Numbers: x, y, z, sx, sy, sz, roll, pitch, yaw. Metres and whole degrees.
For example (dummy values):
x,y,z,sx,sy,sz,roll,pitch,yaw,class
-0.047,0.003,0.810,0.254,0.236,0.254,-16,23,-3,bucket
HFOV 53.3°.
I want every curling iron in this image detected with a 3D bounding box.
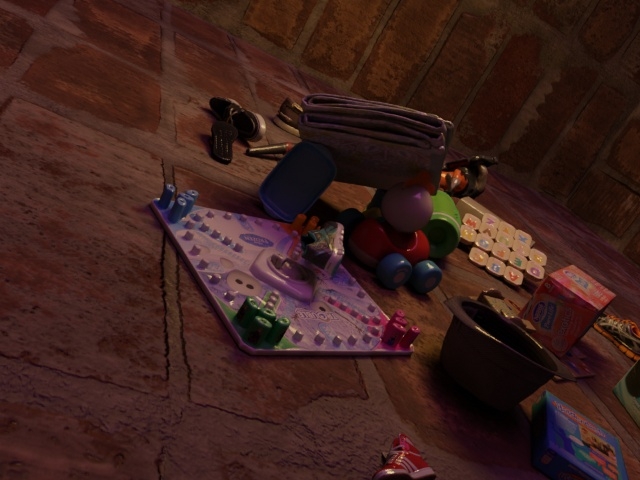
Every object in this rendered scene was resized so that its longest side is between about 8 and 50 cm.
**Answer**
x,y,z,sx,sy,sz,roll,pitch,yaw,class
-0.098,-0.238,1.728,0.035,0.068,0.274,42,28,24,curling iron

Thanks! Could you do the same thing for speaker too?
x,y,z,sx,sy,sz,roll,pitch,yaw,class
0.320,-0.052,1.774,0.131,0.131,0.296,30,20,-3,speaker

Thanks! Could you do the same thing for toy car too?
x,y,z,sx,sy,sz,roll,pitch,yaw,class
0.191,-0.044,1.413,0.210,0.238,0.219,12,28,-41,toy car

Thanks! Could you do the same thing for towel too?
x,y,z,sx,sy,sz,roll,pitch,yaw,class
0.125,-0.205,1.442,0.320,0.090,0.374,12,-12,9,towel

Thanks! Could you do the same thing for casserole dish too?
x,y,z,sx,sy,sz,roll,pitch,yaw,class
-0.049,-0.125,1.371,0.114,0.188,0.037,41,-1,-1,casserole dish

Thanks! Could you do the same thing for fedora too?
x,y,z,sx,sy,sz,roll,pitch,yaw,class
0.307,0.213,1.141,0.243,0.124,0.275,25,13,-22,fedora

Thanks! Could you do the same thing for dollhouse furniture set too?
x,y,z,sx,sy,sz,roll,pitch,yaw,class
0.421,0.202,1.333,0.160,0.101,0.182,15,25,-21,dollhouse furniture set

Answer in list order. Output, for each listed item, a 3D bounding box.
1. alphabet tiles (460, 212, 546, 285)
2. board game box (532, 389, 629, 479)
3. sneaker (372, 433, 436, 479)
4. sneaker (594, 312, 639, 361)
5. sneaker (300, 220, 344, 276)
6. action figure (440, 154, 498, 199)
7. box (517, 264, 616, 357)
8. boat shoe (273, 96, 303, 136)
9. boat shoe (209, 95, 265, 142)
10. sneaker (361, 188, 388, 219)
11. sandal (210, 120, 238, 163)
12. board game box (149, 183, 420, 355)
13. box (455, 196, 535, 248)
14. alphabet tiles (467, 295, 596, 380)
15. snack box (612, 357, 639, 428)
x,y,z,sx,sy,sz,roll,pitch,yaw,class
0.551,0.019,1.935,0.284,0.021,0.278,29,40,6,alphabet tiles
0.444,0.363,1.098,0.160,0.047,0.210,34,21,9,board game box
0.092,0.280,0.805,0.118,0.042,0.067,20,26,-47,sneaker
0.893,0.265,1.900,0.084,0.083,0.215,7,30,-45,sneaker
0.000,0.000,1.157,0.076,0.065,0.166,23,20,-10,sneaker
0.436,-0.192,2.231,0.330,0.179,0.341,-3,-4,-42,action figure
0.625,0.169,1.615,0.142,0.154,0.300,40,23,24,box
0.006,-0.369,2.106,0.324,0.097,0.117,21,22,-25,boat shoe
-0.231,-0.330,1.730,0.070,0.078,0.219,9,21,-46,boat shoe
0.180,-0.104,1.693,0.091,0.126,0.240,32,21,3,sneaker
-0.241,-0.234,1.550,0.067,0.040,0.179,18,38,-17,sandal
-0.056,0.050,1.122,0.389,0.050,0.390,11,28,-44,board game box
0.562,-0.030,2.103,0.275,0.094,0.113,38,22,18,box
0.513,0.232,1.550,0.342,0.011,0.285,9,30,-46,alphabet tiles
0.771,0.361,1.356,0.060,0.187,0.322,26,21,-14,snack box
